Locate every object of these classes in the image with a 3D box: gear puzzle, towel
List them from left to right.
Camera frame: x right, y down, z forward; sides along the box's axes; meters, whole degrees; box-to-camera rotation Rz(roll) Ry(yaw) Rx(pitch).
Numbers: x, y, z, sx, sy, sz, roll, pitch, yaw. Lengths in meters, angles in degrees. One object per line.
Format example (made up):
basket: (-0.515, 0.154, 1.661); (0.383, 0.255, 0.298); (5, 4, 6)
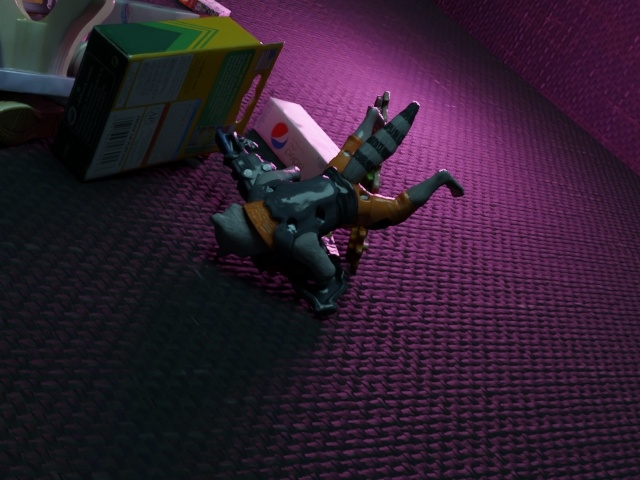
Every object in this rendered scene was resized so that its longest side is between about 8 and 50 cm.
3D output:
towel: (0.000, 0.000, 1.742); (0.060, 0.009, 0.083); (21, 25, -22)
gear puzzle: (0.062, -0.073, 1.754); (0.044, 0.175, 0.339); (11, 45, -2)

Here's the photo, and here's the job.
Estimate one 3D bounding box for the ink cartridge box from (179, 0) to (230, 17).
ink cartridge box: (-0.257, -0.511, 2.427); (0.115, 0.029, 0.063); (35, 24, 7)

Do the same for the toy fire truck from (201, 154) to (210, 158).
toy fire truck: (-0.161, -0.223, 1.832); (0.047, 0.192, 0.135); (29, -5, -8)

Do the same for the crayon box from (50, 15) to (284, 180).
crayon box: (-0.214, -0.210, 1.607); (0.083, 0.203, 0.323); (41, 32, 22)

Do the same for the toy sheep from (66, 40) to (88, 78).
toy sheep: (-0.351, -0.269, 1.758); (0.132, 0.091, 0.091); (22, 17, 28)

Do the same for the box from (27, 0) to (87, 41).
box: (-0.532, -0.440, 1.906); (0.324, 0.067, 0.063); (35, 24, 6)

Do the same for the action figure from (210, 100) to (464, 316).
action figure: (-0.020, -0.088, 1.575); (0.330, 0.178, 0.341); (-31, 66, -19)

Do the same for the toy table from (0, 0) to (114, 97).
toy table: (-0.399, -0.285, 1.556); (0.252, 0.161, 0.274); (11, 7, 24)

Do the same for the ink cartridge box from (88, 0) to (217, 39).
ink cartridge box: (-0.274, -0.321, 1.838); (0.176, 0.127, 0.128); (18, 15, 29)

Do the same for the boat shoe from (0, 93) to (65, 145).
boat shoe: (-0.412, -0.169, 1.522); (0.059, 0.063, 0.170); (34, 14, 12)

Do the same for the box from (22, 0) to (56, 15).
box: (-0.556, -0.417, 1.756); (0.231, 0.056, 0.183); (23, 15, 23)

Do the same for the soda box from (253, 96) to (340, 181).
soda box: (-0.027, -0.160, 1.954); (0.073, 0.069, 0.216); (8, 33, -42)
